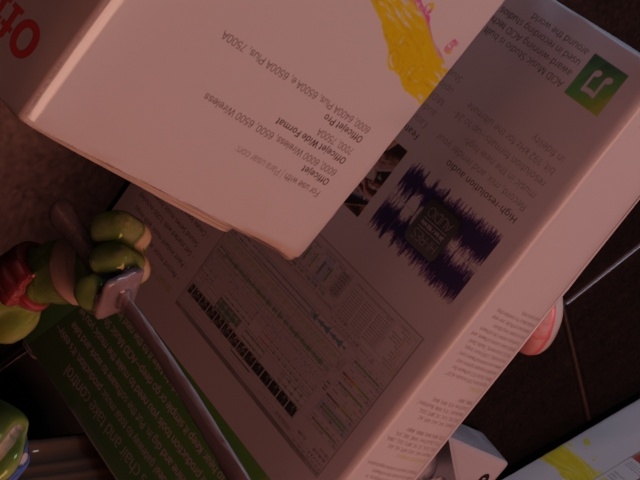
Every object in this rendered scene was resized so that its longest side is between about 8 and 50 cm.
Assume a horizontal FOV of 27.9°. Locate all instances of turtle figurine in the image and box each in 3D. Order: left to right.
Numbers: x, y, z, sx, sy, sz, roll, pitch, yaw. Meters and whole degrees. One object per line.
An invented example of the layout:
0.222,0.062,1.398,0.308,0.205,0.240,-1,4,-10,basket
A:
-0.169,0.027,0.495,0.197,0.275,0.266,-27,117,5,turtle figurine

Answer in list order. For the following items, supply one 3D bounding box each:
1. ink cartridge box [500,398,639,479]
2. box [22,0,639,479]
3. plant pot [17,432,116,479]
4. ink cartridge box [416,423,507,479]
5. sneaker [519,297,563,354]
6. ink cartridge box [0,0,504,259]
0.270,0.323,1.222,0.384,0.160,0.279,-24,137,-24,ink cartridge box
0.000,0.000,0.640,0.322,0.232,0.058,-52,140,10,box
-0.175,0.163,0.691,0.237,0.237,0.110,-1,80,-41,plant pot
0.019,0.221,1.001,0.223,0.045,0.224,-51,141,8,ink cartridge box
0.141,0.030,0.936,0.070,0.051,0.134,-17,128,-33,sneaker
-0.032,-0.146,0.529,0.233,0.171,0.168,-52,140,8,ink cartridge box
